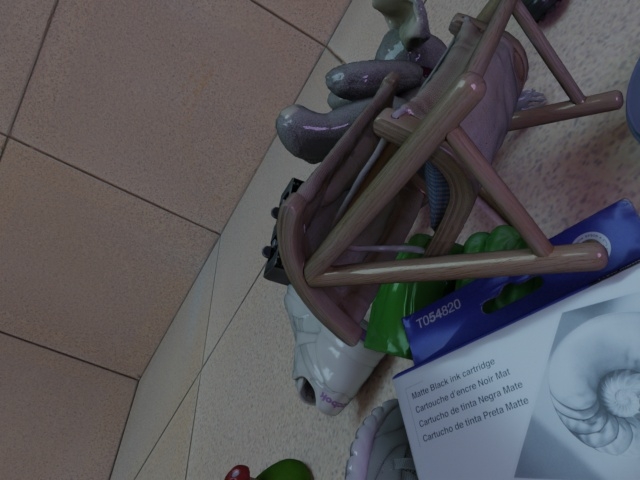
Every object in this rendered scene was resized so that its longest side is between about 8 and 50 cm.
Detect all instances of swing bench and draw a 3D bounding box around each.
[{"bbox_3d":[0.101,-0.071,0.478,0.255,0.165,0.253,-27,22,44],"label":"swing bench"}]

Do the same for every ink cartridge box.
[{"bbox_3d":[0.154,0.107,0.370,0.223,0.045,0.224,-37,49,33],"label":"ink cartridge box"}]

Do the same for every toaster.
[{"bbox_3d":[0.000,0.000,0.932,0.110,0.186,0.168,146,138,-61],"label":"toaster"}]

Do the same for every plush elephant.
[{"bbox_3d":[0.107,-0.197,0.758,0.330,0.272,0.255,-27,46,16],"label":"plush elephant"}]

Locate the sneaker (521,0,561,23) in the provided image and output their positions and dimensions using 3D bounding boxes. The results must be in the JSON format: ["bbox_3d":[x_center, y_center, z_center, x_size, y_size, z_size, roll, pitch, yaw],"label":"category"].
[{"bbox_3d":[0.288,-0.401,0.763,0.078,0.106,0.234,-43,27,50],"label":"sneaker"}]

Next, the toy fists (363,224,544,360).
[{"bbox_3d":[0.148,0.063,0.545,0.279,0.096,0.142,-7,67,66],"label":"toy fists"}]

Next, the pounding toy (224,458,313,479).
[{"bbox_3d":[-0.113,0.407,0.770,0.237,0.110,0.183,-47,24,41],"label":"pounding toy"}]

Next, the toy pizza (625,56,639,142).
[{"bbox_3d":[0.335,-0.149,0.409,0.201,0.032,0.201,-53,19,28],"label":"toy pizza"}]

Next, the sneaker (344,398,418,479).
[{"bbox_3d":[0.072,0.255,0.471,0.281,0.115,0.105,-53,-33,-61],"label":"sneaker"}]

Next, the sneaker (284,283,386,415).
[{"bbox_3d":[-0.012,0.157,0.820,0.152,0.114,0.305,-62,18,1],"label":"sneaker"}]
